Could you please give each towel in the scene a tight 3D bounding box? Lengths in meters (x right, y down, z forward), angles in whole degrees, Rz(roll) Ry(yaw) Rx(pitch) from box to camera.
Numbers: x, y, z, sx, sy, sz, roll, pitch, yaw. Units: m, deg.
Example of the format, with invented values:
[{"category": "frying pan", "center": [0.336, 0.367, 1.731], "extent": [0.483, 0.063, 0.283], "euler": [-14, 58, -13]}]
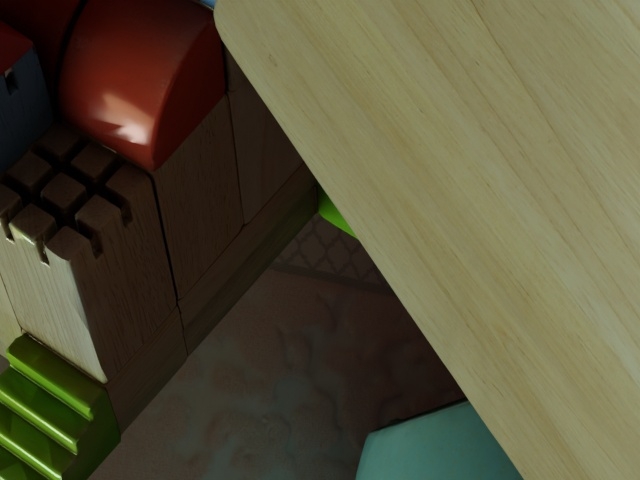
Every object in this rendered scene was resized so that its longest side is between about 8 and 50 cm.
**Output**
[{"category": "towel", "center": [-0.056, 0.067, 0.888], "extent": [0.332, 0.317, 0.053], "euler": [14, 170, -29]}]

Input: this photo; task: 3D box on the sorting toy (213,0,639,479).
[{"category": "sorting toy", "center": [0.094, -0.054, 0.462], "extent": [0.257, 0.089, 0.255], "euler": [56, 152, 17]}]

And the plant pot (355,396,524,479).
[{"category": "plant pot", "center": [0.146, 0.175, 0.825], "extent": [0.293, 0.293, 0.235], "euler": [102, 149, -84]}]

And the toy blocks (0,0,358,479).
[{"category": "toy blocks", "center": [-0.045, -0.105, 0.692], "extent": [0.191, 0.381, 0.261], "euler": [32, 154, 21]}]
